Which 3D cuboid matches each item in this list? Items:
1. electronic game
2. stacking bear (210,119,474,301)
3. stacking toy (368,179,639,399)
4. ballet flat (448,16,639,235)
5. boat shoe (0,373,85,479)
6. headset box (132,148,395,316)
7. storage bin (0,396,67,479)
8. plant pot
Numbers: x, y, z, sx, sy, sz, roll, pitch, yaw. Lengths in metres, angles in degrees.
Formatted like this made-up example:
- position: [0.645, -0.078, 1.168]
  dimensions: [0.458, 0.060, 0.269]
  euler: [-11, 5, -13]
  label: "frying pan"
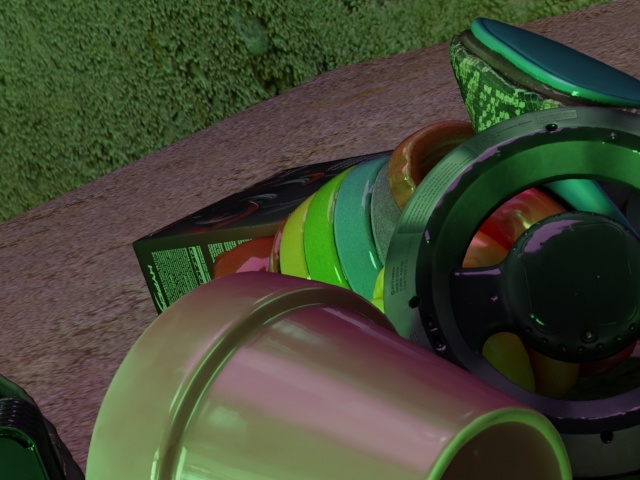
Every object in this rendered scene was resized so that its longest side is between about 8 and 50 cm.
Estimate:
- position: [0.151, 0.028, 1.079]
  dimensions: [0.229, 0.229, 0.048]
  euler: [-20, -21, 0]
  label: "electronic game"
- position: [0.027, 0.023, 1.481]
  dimensions: [0.289, 0.175, 0.164]
  euler: [-21, 10, 38]
  label: "stacking bear"
- position: [0.066, 0.081, 1.163]
  dimensions: [0.302, 0.165, 0.175]
  euler: [-40, 7, -22]
  label: "stacking toy"
- position: [0.228, -0.039, 1.271]
  dimensions: [0.164, 0.182, 0.483]
  euler: [10, 7, -35]
  label: "ballet flat"
- position: [-0.263, 0.164, 1.436]
  dimensions: [0.112, 0.095, 0.335]
  euler: [-23, 11, -16]
  label: "boat shoe"
- position: [0.000, 0.000, 1.737]
  dimensions: [0.218, 0.110, 0.293]
  euler: [-28, 13, -37]
  label: "headset box"
- position: [-0.254, 0.192, 1.206]
  dimensions: [0.180, 0.122, 0.084]
  euler: [-21, 11, -3]
  label: "storage bin"
- position: [0.016, 0.126, 0.917]
  dimensions: [0.180, 0.201, 0.201]
  euler: [12, 30, 41]
  label: "plant pot"
